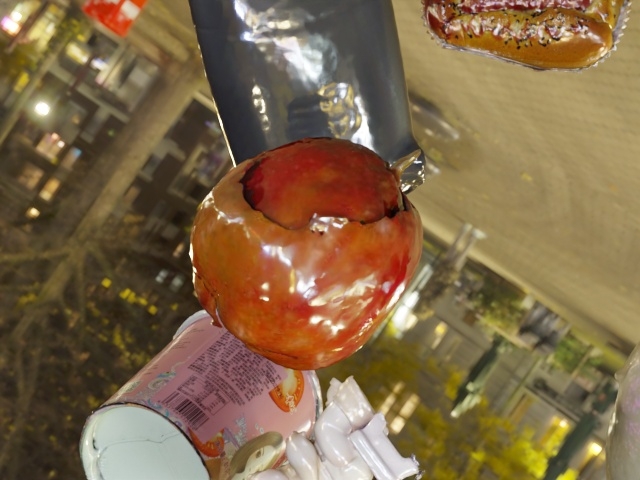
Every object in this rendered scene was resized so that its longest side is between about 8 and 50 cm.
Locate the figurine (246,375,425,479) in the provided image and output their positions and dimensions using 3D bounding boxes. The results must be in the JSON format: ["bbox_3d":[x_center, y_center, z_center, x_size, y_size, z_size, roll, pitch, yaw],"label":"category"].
[{"bbox_3d":[-0.023,0.267,0.944,0.144,0.256,0.182,50,173,-5],"label":"figurine"}]

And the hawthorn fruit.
[{"bbox_3d":[0.000,0.000,0.621,0.148,0.172,0.148,55,-175,-7],"label":"hawthorn fruit"}]

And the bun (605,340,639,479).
[{"bbox_3d":[0.325,0.139,0.717,0.273,0.273,0.168,34,180,-33],"label":"bun"}]

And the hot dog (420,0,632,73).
[{"bbox_3d":[0.186,-0.212,0.888,0.191,0.108,0.059,11,170,17],"label":"hot dog"}]

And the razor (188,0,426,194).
[{"bbox_3d":[-0.017,-0.191,0.987,0.113,0.204,0.349,-56,-49,-86],"label":"razor"}]

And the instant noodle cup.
[{"bbox_3d":[-0.151,0.235,1.207,0.243,0.243,0.231,35,-148,11],"label":"instant noodle cup"}]
